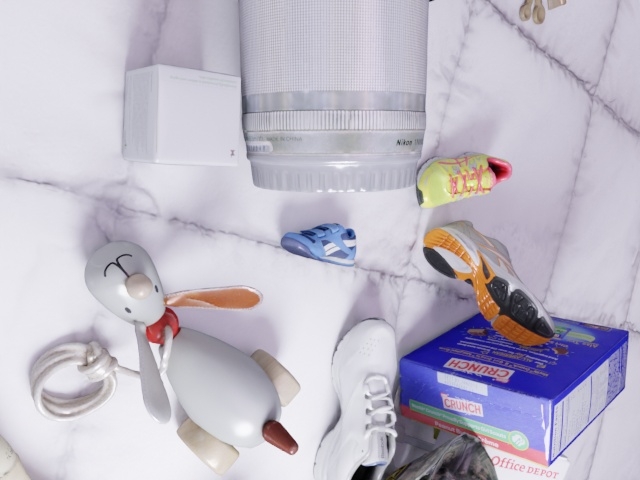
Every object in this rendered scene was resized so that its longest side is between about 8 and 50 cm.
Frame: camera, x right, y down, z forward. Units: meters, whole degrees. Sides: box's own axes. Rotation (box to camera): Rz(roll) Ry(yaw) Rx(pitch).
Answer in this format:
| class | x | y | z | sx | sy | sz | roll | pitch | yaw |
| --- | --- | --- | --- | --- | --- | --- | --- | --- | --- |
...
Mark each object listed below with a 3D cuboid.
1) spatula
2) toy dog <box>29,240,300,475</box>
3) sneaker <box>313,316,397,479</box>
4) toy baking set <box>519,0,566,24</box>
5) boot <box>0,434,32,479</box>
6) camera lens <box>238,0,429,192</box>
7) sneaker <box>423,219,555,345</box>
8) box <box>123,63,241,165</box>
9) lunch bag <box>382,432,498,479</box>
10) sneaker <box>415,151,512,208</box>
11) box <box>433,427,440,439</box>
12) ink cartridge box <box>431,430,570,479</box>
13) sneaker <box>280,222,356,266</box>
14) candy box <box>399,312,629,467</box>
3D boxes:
| class | x | y | z | sx | sy | sz | roll | pitch | yaw |
| --- | --- | --- | --- | --- | --- | --- | --- | --- | --- |
| spatula | 0.170 | 0.374 | 1.057 | 0.242 | 0.019 | 0.168 | 36 | 74 | -43 |
| toy dog | -0.130 | 0.154 | 0.658 | 0.333 | 0.161 | 0.220 | 35 | 75 | -39 |
| sneaker | 0.076 | 0.266 | 0.868 | 0.111 | 0.129 | 0.297 | 8 | 91 | -22 |
| toy baking set | 0.410 | -0.530 | 1.075 | 0.197 | 0.030 | 0.256 | -54 | 128 | -19 |
| boot | -0.370 | 0.322 | 0.533 | 0.262 | 0.095 | 0.203 | -44 | 125 | -31 |
| camera lens | 0.015 | -0.203 | 0.675 | 0.219 | 0.219 | 0.274 | -9 | 104 | -39 |
| sneaker | 0.305 | 0.057 | 0.980 | 0.121 | 0.262 | 0.099 | -30 | 161 | -41 |
| box | -0.153 | -0.134 | 0.631 | 0.101 | 0.087 | 0.102 | -3 | 101 | -40 |
| lunch bag | 0.144 | 0.445 | 0.846 | 0.169 | 0.235 | 0.287 | 28 | 40 | -12 |
| sneaker | 0.247 | -0.107 | 0.975 | 0.208 | 0.094 | 0.082 | -26 | 116 | -33 |
| box | 0.310 | 0.314 | 1.125 | 0.232 | 0.058 | 0.087 | -13 | 107 | -42 |
| ink cartridge box | 0.279 | 0.466 | 1.002 | 0.207 | 0.117 | 0.283 | 21 | 92 | -24 |
| sneaker | 0.000 | 0.000 | 0.814 | 0.144 | 0.053 | 0.059 | 13 | 90 | -50 |
| candy box | 0.336 | 0.229 | 0.990 | 0.317 | 0.268 | 0.122 | -15 | 105 | -42 |
